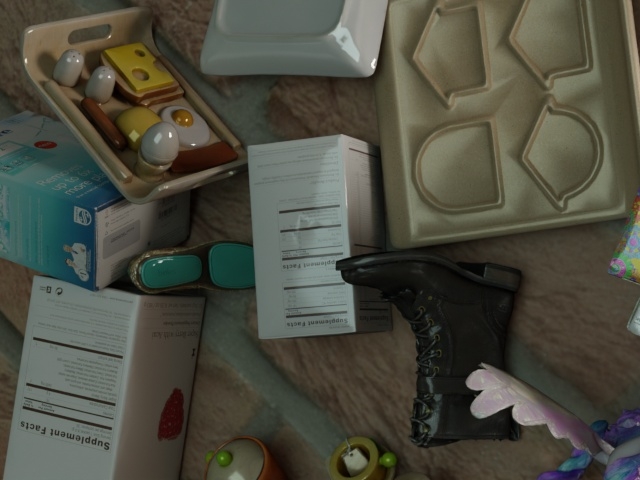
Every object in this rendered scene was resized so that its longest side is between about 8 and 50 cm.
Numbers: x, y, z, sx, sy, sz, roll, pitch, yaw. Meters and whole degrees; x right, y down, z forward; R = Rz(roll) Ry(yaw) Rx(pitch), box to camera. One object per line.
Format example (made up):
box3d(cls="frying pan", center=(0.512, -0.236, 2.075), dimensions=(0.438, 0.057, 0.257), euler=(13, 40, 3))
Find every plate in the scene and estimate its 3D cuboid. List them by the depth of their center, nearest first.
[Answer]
box3d(cls="plate", center=(-0.032, -0.350, 1.740), dimensions=(0.277, 0.045, 0.278), euler=(6, 79, 34))

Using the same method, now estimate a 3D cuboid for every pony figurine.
box3d(cls="pony figurine", center=(0.341, 0.255, 1.424), dimensions=(0.363, 0.351, 0.303), euler=(-25, 66, 17))

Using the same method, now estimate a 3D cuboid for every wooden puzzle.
box3d(cls="wooden puzzle", center=(0.230, -0.166, 1.638), dimensions=(0.347, 0.080, 0.322), euler=(-9, 83, 29))

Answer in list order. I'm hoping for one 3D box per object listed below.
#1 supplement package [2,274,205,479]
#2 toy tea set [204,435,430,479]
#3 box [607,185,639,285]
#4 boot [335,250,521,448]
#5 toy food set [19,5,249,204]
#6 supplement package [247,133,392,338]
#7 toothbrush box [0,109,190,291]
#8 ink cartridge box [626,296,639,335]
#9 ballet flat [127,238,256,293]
box3d(cls="supplement package", center=(-0.287, 0.204, 1.794), dimensions=(0.175, 0.177, 0.293), euler=(9, 91, 24))
box3d(cls="toy tea set", center=(-0.016, 0.318, 1.654), dimensions=(0.336, 0.124, 0.200), euler=(-17, 47, 21))
box3d(cls="box", center=(0.491, 0.010, 1.393), dimensions=(0.290, 0.279, 0.177), euler=(22, 97, 24))
box3d(cls="boot", center=(0.132, 0.133, 1.595), dimensions=(0.263, 0.091, 0.229), euler=(9, 86, -19))
box3d(cls="toy food set", center=(-0.221, -0.187, 1.755), dimensions=(0.306, 0.219, 0.092), euler=(49, 133, 19))
box3d(cls="supplement package", center=(0.000, 0.000, 1.695), dimensions=(0.133, 0.139, 0.244), euler=(-6, 84, 23))
box3d(cls="toothbrush box", center=(-0.353, -0.061, 1.806), dimensions=(0.295, 0.216, 0.126), euler=(17, 117, 26))
box3d(cls="ink cartridge box", center=(0.412, 0.095, 1.502), dimensions=(0.099, 0.135, 0.056), euler=(26, 97, 23))
box3d(cls="ballet flat", center=(-0.161, 0.032, 1.759), dimensions=(0.067, 0.206, 0.073), euler=(9, 97, 57))
